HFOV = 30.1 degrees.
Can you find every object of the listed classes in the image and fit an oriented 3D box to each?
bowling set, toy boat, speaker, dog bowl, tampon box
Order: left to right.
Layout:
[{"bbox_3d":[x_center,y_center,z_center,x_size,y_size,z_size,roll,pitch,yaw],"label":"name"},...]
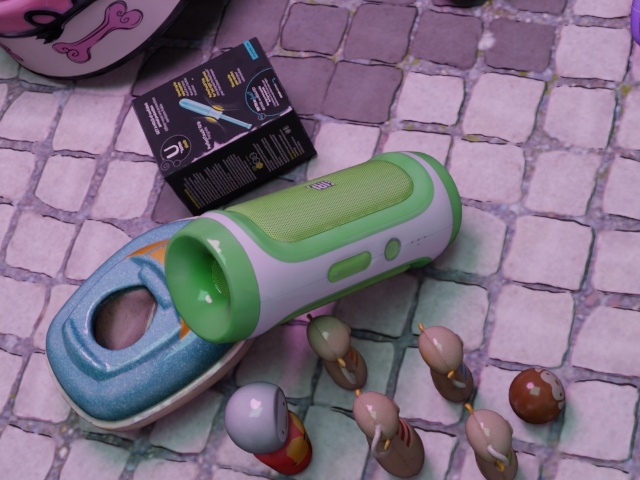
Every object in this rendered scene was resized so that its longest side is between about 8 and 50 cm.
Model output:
[{"bbox_3d":[-0.316,-0.409,1.430,0.408,0.150,0.408,-7,76,31],"label":"dog bowl"},{"bbox_3d":[-0.125,0.107,1.196,0.267,0.148,0.318,-43,60,-8],"label":"toy boat"},{"bbox_3d":[-0.108,-0.126,1.336,0.161,0.101,0.120,-27,59,2],"label":"tampon box"},{"bbox_3d":[0.000,0.000,1.152,0.296,0.131,0.131,-21,52,-38],"label":"speaker"},{"bbox_3d":[0.121,0.148,1.101,0.200,0.154,0.287,-32,60,-2],"label":"bowling set"}]

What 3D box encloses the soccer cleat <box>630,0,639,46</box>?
[{"bbox_3d":[0.392,-0.336,1.314,0.116,0.108,0.318,9,67,42],"label":"soccer cleat"}]
